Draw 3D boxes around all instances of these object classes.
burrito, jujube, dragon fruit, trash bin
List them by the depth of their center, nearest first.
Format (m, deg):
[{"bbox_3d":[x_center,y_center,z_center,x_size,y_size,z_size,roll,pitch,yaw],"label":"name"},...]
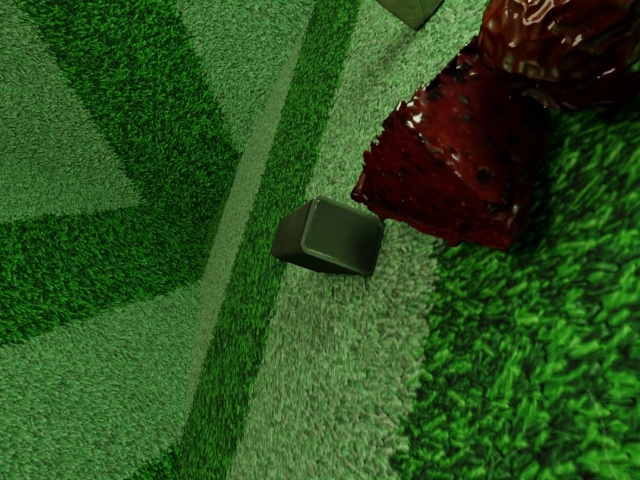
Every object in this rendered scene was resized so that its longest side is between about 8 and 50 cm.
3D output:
[{"bbox_3d":[0.290,-0.260,0.483,0.232,0.213,0.213,-62,22,10],"label":"jujube"},{"bbox_3d":[0.209,-0.124,0.720,0.286,0.228,0.329,-49,-2,-23],"label":"dragon fruit"},{"bbox_3d":[0.000,0.000,1.014,0.240,0.164,0.122,-12,60,66],"label":"trash bin"},{"bbox_3d":[0.147,-0.613,1.036,0.143,0.299,0.105,-10,57,59],"label":"burrito"}]
